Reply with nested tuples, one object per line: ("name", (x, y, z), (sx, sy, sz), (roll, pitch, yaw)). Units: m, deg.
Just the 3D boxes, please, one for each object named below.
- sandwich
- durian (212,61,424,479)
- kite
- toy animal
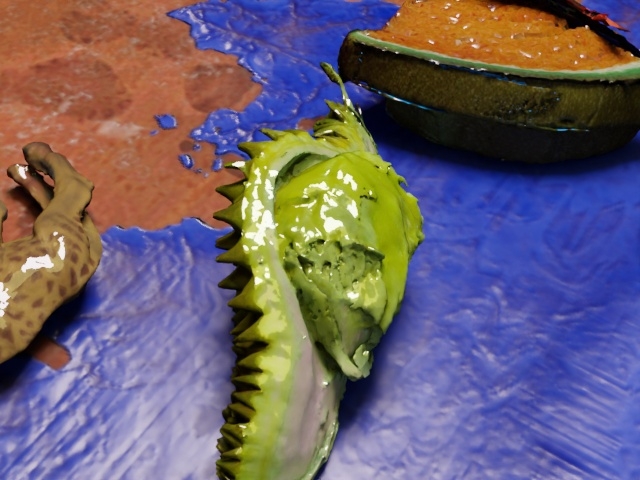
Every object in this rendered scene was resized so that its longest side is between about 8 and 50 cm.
("sandwich", (0.127, -0.123, 0.863), (0.235, 0.079, 0.159), (-4, 38, -16))
("durian", (-0.005, 0.003, 0.707), (0.132, 0.107, 0.375), (16, 52, 0))
("kite", (0.197, -0.188, 0.912), (0.232, 0.009, 0.189), (26, 13, -21))
("toy animal", (-0.211, 0.037, 0.683), (0.149, 0.054, 0.276), (3, 48, -2))
